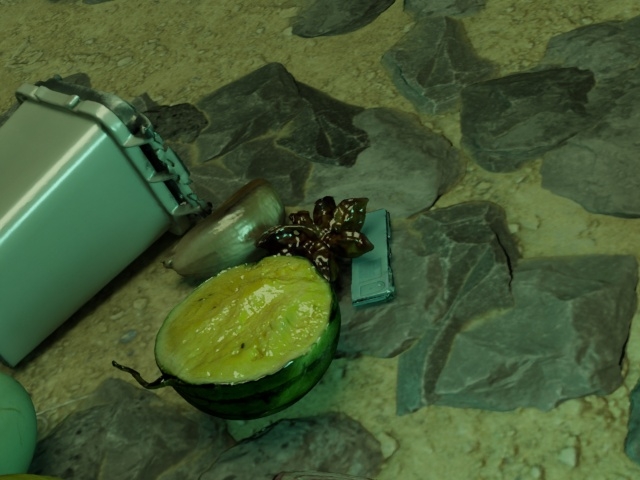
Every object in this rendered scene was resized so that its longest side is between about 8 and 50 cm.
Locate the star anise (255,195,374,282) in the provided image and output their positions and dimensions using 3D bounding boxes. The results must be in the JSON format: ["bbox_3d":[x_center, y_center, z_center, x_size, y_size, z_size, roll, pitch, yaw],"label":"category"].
[{"bbox_3d":[0.000,0.000,1.260,0.168,0.057,0.168,-10,43,10],"label":"star anise"}]

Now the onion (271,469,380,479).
[{"bbox_3d":[0.058,0.274,0.857,0.195,0.218,0.139,-18,66,58],"label":"onion"}]

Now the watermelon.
[{"bbox_3d":[-0.077,0.124,1.105,0.204,0.127,0.232,19,52,41],"label":"watermelon"}]

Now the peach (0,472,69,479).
[{"bbox_3d":[-0.249,0.344,0.802,0.314,0.281,0.315,-21,29,11],"label":"peach"}]

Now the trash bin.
[{"bbox_3d":[-0.373,-0.022,1.356,0.296,0.255,0.367,20,60,40],"label":"trash bin"}]

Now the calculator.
[{"bbox_3d":[0.065,0.019,1.253,0.057,0.018,0.172,-13,38,11],"label":"calculator"}]

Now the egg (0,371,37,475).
[{"bbox_3d":[-0.414,0.243,1.098,0.168,0.168,0.231,6,41,32],"label":"egg"}]

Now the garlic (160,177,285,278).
[{"bbox_3d":[-0.115,-0.010,1.333,0.195,0.087,0.101,-42,28,-19],"label":"garlic"}]
